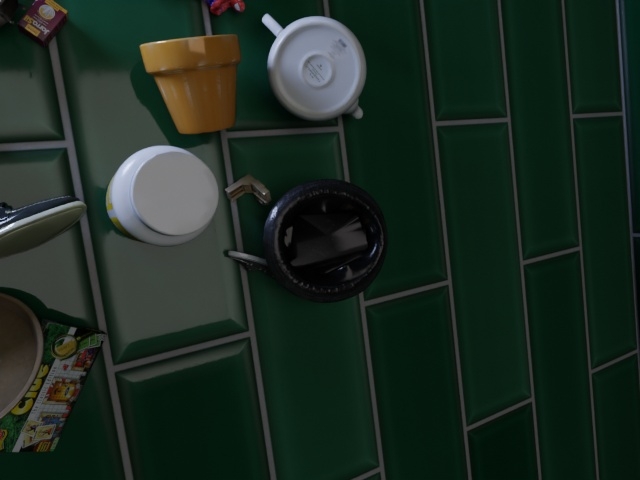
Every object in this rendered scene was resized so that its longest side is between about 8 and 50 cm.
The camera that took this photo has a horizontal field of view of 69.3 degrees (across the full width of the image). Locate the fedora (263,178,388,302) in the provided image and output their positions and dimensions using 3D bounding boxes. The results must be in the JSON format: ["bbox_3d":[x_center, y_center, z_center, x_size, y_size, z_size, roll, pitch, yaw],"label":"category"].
[{"bbox_3d":[0.000,0.000,1.174,0.334,0.152,0.333,-1,92,-24],"label":"fedora"}]

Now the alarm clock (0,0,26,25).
[{"bbox_3d":[-0.662,-0.466,0.863,0.192,0.064,0.129,7,85,-11],"label":"alarm clock"}]

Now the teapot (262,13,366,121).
[{"bbox_3d":[-0.013,-0.423,1.145,0.253,0.187,0.255,-1,111,-1],"label":"teapot"}]

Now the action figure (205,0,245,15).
[{"bbox_3d":[-0.287,-0.590,1.022,0.281,0.139,0.091,16,86,-29],"label":"action figure"}]

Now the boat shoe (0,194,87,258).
[{"bbox_3d":[-0.629,-0.020,0.872,0.340,0.127,0.113,-33,83,-20],"label":"boat shoe"}]

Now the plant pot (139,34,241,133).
[{"bbox_3d":[-0.267,-0.338,1.014,0.205,0.205,0.187,-18,115,-26],"label":"plant pot"}]

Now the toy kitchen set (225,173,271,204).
[{"bbox_3d":[-0.172,-0.102,1.134,0.075,0.083,0.068,-38,149,-21],"label":"toy kitchen set"}]

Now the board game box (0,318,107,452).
[{"bbox_3d":[-0.552,0.296,0.937,0.136,0.030,0.259,32,76,-51],"label":"board game box"}]

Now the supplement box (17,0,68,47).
[{"bbox_3d":[-0.559,-0.443,0.933,0.055,0.043,0.083,34,77,-25],"label":"supplement box"}]

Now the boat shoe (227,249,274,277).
[{"bbox_3d":[-0.166,0.059,1.150,0.142,0.049,0.040,20,83,-29],"label":"boat shoe"}]

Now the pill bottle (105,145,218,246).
[{"bbox_3d":[-0.312,-0.082,0.908,0.188,0.334,0.187,-1,93,-27],"label":"pill bottle"}]

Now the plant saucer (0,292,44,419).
[{"bbox_3d":[-0.648,0.224,0.838,0.278,0.041,0.277,4,59,-6],"label":"plant saucer"}]
